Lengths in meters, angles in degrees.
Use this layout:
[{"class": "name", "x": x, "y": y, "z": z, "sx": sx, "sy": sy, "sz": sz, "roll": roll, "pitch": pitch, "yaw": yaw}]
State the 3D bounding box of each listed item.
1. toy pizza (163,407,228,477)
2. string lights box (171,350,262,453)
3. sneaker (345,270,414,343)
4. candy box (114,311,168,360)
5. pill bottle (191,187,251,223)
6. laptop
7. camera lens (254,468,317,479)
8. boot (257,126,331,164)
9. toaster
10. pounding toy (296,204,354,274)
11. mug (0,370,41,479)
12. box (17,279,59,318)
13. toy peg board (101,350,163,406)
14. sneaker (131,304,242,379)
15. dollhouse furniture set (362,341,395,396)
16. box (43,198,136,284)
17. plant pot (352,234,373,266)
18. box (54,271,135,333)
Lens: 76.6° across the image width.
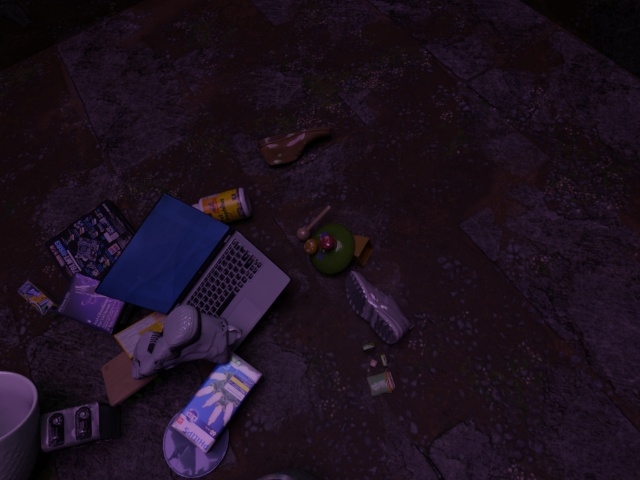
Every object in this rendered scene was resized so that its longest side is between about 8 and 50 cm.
[{"class": "toy pizza", "x": -0.376, "y": 0.604, "z": 1.230, "sx": 0.201, "sy": 0.032, "sz": 0.201, "roll": -2, "pitch": 66, "yaw": 3}, {"class": "string lights box", "x": -0.303, "y": 0.480, "z": 1.220, "sx": 0.133, "sy": 0.077, "sz": 0.260, "roll": 33, "pitch": 67, "yaw": 9}, {"class": "sneaker", "x": 0.185, "y": 0.210, "z": 1.325, "sx": 0.115, "sy": 0.105, "sz": 0.281, "roll": -13, "pitch": 53, "yaw": -36}, {"class": "candy box", "x": -0.568, "y": 0.303, "z": 1.364, "sx": 0.206, "sy": 0.027, "sz": 0.105, "roll": -32, "pitch": 60, "yaw": -34}, {"class": "pill bottle", "x": -0.378, "y": -0.119, "z": 1.531, "sx": 0.215, "sy": 0.117, "sz": 0.117, "roll": -15, "pitch": 63, "yaw": 1}, {"class": "laptop", "x": -0.382, "y": 0.139, "z": 1.248, "sx": 0.408, "sy": 0.236, "sz": 0.382, "roll": 40, "pitch": 99, "yaw": 14}, {"class": "camera lens", "x": -0.089, "y": 0.699, "z": 1.010, "sx": 0.219, "sy": 0.274, "sz": 0.219, "roll": -3, "pitch": 64, "yaw": 7}, {"class": "boot", "x": -0.092, "y": -0.386, "z": 1.649, "sx": 0.305, "sy": 0.112, "sz": 0.115, "roll": -18, "pitch": 93, "yaw": -5}, {"class": "toaster", "x": -0.719, "y": 0.563, "z": 1.230, "sx": 0.168, "sy": 0.186, "sz": 0.110, "roll": -11, "pitch": 66, "yaw": -6}, {"class": "pounding toy", "x": 0.000, "y": 0.000, "z": 1.386, "sx": 0.183, "sy": 0.110, "sz": 0.237, "roll": -44, "pitch": 56, "yaw": 20}, {"class": "mug", "x": -0.962, "y": 0.568, "z": 1.185, "sx": 0.276, "sy": 0.328, "sz": 0.374, "roll": 6, "pitch": 26, "yaw": -17}, {"class": "box", "x": -1.033, "y": 0.217, "z": 1.495, "sx": 0.169, "sy": 0.059, "sz": 0.054, "roll": 31, "pitch": 73, "yaw": 20}, {"class": "toy peg board", "x": -0.610, "y": 0.441, "z": 1.330, "sx": 0.161, "sy": 0.079, "sz": 0.160, "roll": -35, "pitch": 49, "yaw": -11}, {"class": "sneaker", "x": -0.402, "y": 0.325, "z": 1.205, "sx": 0.366, "sy": 0.210, "sz": 0.137, "roll": -39, "pitch": 45, "yaw": 30}, {"class": "dollhouse furniture set", "x": 0.173, "y": 0.393, "z": 1.240, "sx": 0.076, "sy": 0.058, "sz": 0.152, "roll": -16, "pitch": 63, "yaw": 1}, {"class": "box", "x": -0.859, "y": 0.027, "z": 1.555, "sx": 0.293, "sy": 0.073, "sz": 0.295, "roll": -42, "pitch": 67, "yaw": -11}, {"class": "plant pot", "x": 0.124, "y": 0.029, "z": 1.413, "sx": 0.083, "sy": 0.081, "sz": 0.081, "roll": 23, "pitch": 69, "yaw": 29}, {"class": "box", "x": -0.762, "y": 0.217, "z": 1.393, "sx": 0.207, "sy": 0.108, "sz": 0.153, "roll": 19, "pitch": 76, "yaw": -1}]
